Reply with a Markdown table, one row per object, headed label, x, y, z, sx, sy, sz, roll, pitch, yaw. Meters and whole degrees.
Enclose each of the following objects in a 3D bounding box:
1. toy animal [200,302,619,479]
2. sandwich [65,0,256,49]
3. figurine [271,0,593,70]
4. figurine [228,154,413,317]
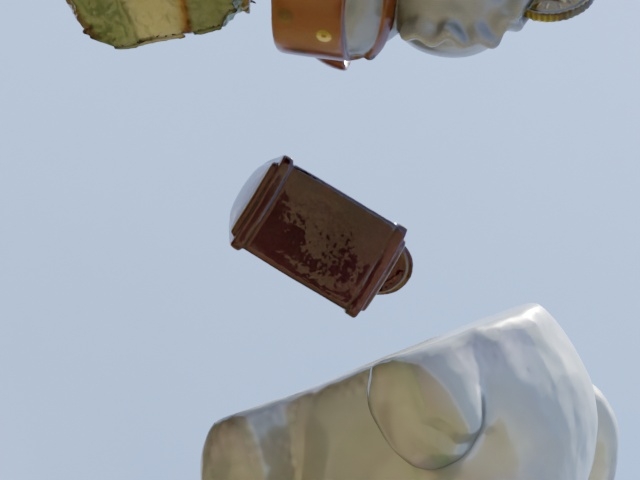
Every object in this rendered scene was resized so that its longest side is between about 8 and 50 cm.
| label | x | y | z | sx | sy | sz | roll | pitch | yaw |
| --- | --- | --- | --- | --- | --- | --- | --- | --- | --- |
| toy animal | 0.101 | 0.219 | 1.022 | 0.196 | 0.241 | 0.367 | -27 | -109 | 43 |
| sandwich | -0.141 | -0.295 | 1.564 | 0.155 | 0.198 | 0.227 | -11 | -68 | 9 |
| figurine | 0.054 | -0.191 | 1.360 | 0.271 | 0.143 | 0.143 | -3 | -70 | 22 |
| figurine | 0.001 | 0.000 | 1.535 | 0.154 | 0.082 | 0.098 | 31 | -2 | -16 |
